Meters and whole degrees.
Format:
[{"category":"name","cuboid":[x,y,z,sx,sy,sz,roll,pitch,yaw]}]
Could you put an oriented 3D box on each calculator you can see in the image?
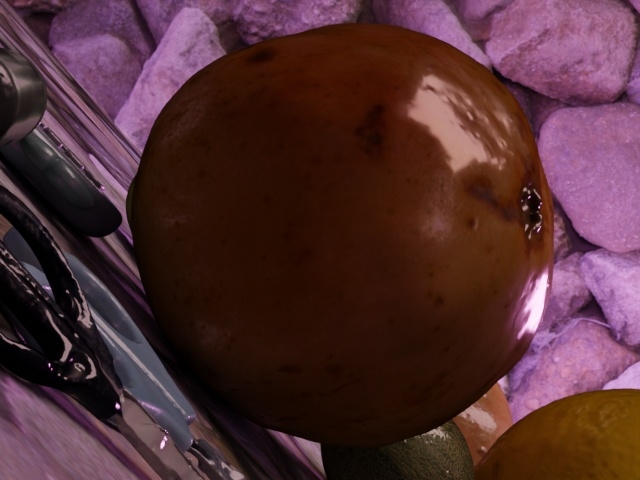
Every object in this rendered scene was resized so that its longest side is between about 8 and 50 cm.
[{"category":"calculator","cuboid":[-0.256,-0.080,1.490,0.185,0.041,0.299,48,-2,-19]}]

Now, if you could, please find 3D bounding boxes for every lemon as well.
[{"category":"lemon","cuboid":[0.291,0.313,1.645,0.348,0.348,0.348,48,0,0]}]

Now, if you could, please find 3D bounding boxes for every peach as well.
[{"category":"peach","cuboid":[0.131,0.232,1.992,0.232,0.232,0.232,48,0,0]}]

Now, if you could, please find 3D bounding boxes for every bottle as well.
[{"category":"bottle","cuboid":[-0.261,-0.109,1.235,0.096,0.079,0.253,8,5,-4]}]

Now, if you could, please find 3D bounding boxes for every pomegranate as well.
[{"category":"pomegranate","cuboid":[0.000,0.000,1.441,0.410,0.410,0.410,48,0,0]}]

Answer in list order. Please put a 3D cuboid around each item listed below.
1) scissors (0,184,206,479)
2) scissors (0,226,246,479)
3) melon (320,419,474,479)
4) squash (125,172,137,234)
[{"category":"scissors","cuboid":[-0.101,0.093,0.872,0.300,0.022,0.109,52,20,-25]},{"category":"scissors","cuboid":[-0.073,0.135,0.995,0.360,0.029,0.191,50,4,-13]},{"category":"melon","cuboid":[0.078,0.220,1.594,0.192,0.139,0.139,48,0,-38]},{"category":"squash","cuboid":[-0.135,-0.009,1.759,0.132,0.132,0.247,48,-1,-37]}]
